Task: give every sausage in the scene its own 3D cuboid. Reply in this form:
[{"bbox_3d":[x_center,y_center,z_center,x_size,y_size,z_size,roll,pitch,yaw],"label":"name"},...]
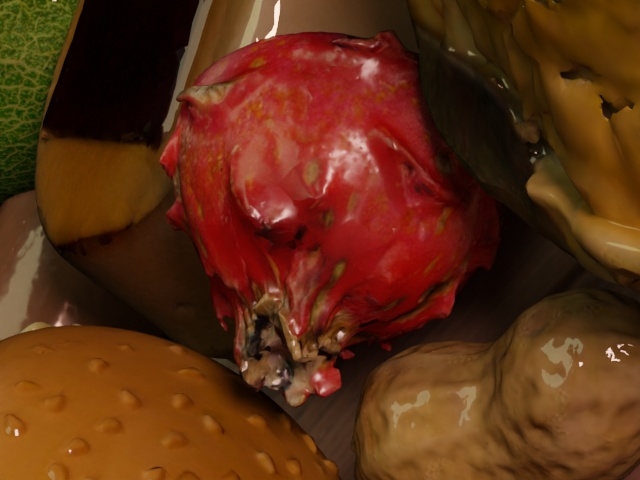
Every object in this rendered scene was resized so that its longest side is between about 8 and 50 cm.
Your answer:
[{"bbox_3d":[-0.164,0.087,1.157,0.123,0.123,0.253,2,69,60],"label":"sausage"}]

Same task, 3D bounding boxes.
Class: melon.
[{"bbox_3d":[-0.129,-0.091,1.179,0.265,0.169,0.129,65,-158,-72],"label":"melon"}]

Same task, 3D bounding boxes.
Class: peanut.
[{"bbox_3d":[0.073,0.069,0.801,0.193,0.089,0.089,-31,43,47],"label":"peanut"}]

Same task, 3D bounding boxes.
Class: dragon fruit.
[{"bbox_3d":[0.000,0.000,0.798,0.153,0.153,0.111,-39,25,39],"label":"dragon fruit"}]

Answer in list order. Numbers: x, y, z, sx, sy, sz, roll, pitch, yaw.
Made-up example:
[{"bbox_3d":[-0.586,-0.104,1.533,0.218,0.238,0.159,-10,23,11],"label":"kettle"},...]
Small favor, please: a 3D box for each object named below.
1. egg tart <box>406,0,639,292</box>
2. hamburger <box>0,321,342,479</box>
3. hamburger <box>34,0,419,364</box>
[{"bbox_3d":[0.145,-0.195,0.620,0.443,0.178,0.443,-31,50,46],"label":"egg tart"},{"bbox_3d":[-0.093,0.163,0.827,0.212,0.274,0.274,-48,33,34],"label":"hamburger"},{"bbox_3d":[-0.017,-0.082,0.991,0.302,0.170,0.302,-42,38,43],"label":"hamburger"}]
